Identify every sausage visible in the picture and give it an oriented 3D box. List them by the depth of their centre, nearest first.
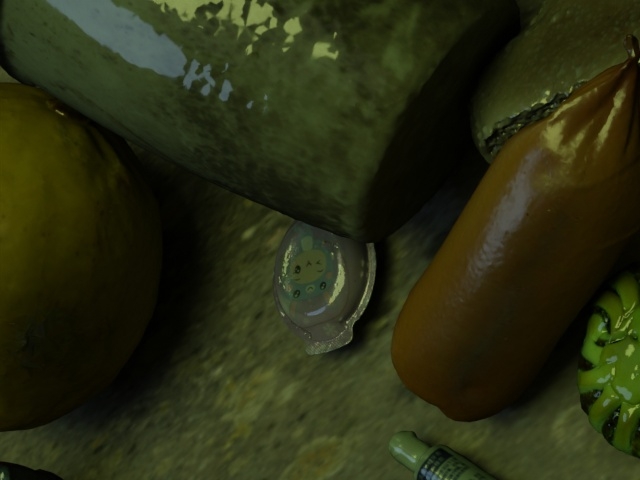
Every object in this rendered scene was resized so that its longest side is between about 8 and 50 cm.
[{"bbox_3d":[0.150,-0.002,1.247,0.112,0.112,0.328,60,138,33],"label":"sausage"}]

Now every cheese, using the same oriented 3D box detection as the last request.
[{"bbox_3d":[0.000,0.000,1.472,0.105,0.042,0.191,-20,64,32],"label":"cheese"}]

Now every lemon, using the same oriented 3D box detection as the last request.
[{"bbox_3d":[-0.273,0.015,1.539,0.297,0.297,0.297,-12,70,36],"label":"lemon"}]

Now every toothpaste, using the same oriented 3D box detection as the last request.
[{"bbox_3d":[0.131,0.202,1.314,0.216,0.037,0.062,32,98,36],"label":"toothpaste"}]

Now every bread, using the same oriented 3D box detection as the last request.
[{"bbox_3d":[0.233,0.082,1.243,0.130,0.071,0.139,35,101,35],"label":"bread"},{"bbox_3d":[0.251,-0.159,1.251,0.337,0.102,0.183,-22,48,38],"label":"bread"}]

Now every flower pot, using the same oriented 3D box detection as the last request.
[{"bbox_3d":[-0.036,-0.172,1.372,0.330,0.293,0.294,32,99,15],"label":"flower pot"}]

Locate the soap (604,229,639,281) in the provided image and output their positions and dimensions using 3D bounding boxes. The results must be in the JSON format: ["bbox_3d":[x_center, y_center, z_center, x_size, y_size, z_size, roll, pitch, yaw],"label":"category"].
[{"bbox_3d":[0.227,-0.022,1.299,0.168,0.033,0.089,-23,64,31],"label":"soap"}]

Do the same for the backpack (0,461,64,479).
[{"bbox_3d":[-0.349,0.363,1.552,0.283,0.197,0.317,-15,70,34],"label":"backpack"}]
